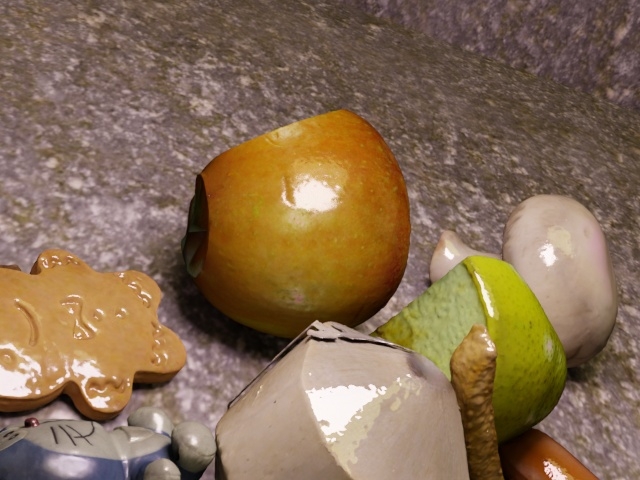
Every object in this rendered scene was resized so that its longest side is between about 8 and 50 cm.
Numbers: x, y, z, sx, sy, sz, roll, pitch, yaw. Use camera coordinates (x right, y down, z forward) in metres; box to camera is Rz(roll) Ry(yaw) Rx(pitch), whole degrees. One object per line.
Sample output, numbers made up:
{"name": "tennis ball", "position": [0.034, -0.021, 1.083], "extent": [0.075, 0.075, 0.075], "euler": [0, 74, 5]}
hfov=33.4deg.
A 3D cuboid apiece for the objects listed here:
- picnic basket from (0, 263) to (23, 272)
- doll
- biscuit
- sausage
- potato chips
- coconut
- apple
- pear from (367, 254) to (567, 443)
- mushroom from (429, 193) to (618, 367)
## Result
{"name": "picnic basket", "position": [-0.490, 0.078, 1.477], "extent": [0.193, 0.055, 0.110], "euler": [1, 36, -38]}
{"name": "doll", "position": [-0.268, 0.265, 1.235], "extent": [0.258, 0.154, 0.228], "euler": [13, -3, -33]}
{"name": "biscuit", "position": [-0.354, 0.121, 1.444], "extent": [0.354, 0.052, 0.275], "euler": [2, 49, -38]}
{"name": "sausage", "position": [0.370, 0.382, 1.556], "extent": [0.105, 0.105, 0.274], "euler": [-9, 43, -45]}
{"name": "potato chips", "position": [0.217, 0.285, 1.382], "extent": [0.080, 0.407, 0.057], "euler": [-27, 36, -15]}
{"name": "coconut", "position": [0.032, 0.256, 1.283], "extent": [0.322, 0.323, 0.323], "euler": [18, 29, -10]}
{"name": "apple", "position": [-0.047, -0.030, 1.679], "extent": [0.374, 0.374, 0.384], "euler": [10, 37, -23]}
{"name": "pear", "position": [0.221, 0.201, 1.558], "extent": [0.318, 0.342, 0.239], "euler": [10, 49, -45]}
{"name": "mushroom", "position": [0.408, 0.050, 1.940], "extent": [0.315, 0.315, 0.356], "euler": [-2, 41, -38]}
